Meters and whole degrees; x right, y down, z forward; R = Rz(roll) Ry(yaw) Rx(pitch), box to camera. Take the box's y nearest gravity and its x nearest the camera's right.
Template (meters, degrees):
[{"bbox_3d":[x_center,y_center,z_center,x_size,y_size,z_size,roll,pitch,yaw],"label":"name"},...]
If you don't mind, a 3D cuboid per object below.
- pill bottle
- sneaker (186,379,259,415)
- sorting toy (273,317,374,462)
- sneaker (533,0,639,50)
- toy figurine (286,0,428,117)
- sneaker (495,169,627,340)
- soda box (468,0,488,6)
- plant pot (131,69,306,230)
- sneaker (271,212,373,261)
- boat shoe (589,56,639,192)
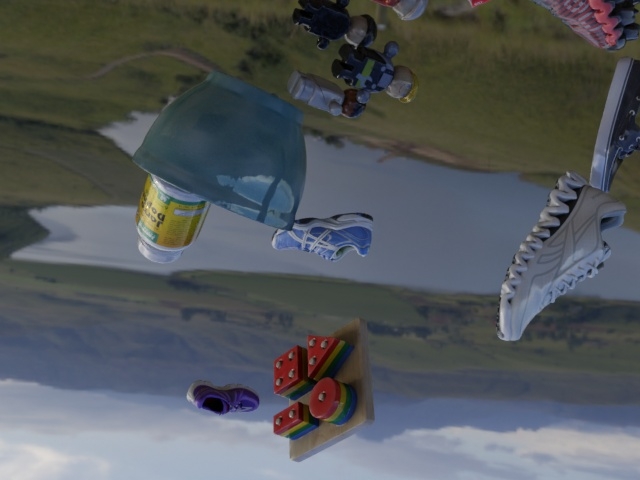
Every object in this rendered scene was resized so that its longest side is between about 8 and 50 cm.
[{"bbox_3d":[-0.255,-0.056,1.276,0.117,0.118,0.208,8,140,-22],"label":"pill bottle"},{"bbox_3d":[-0.197,0.340,1.530,0.170,0.068,0.071,15,-164,-38],"label":"sneaker"},{"bbox_3d":[-0.006,0.324,1.651,0.089,0.257,0.255,28,132,-31],"label":"sorting toy"},{"bbox_3d":[0.201,-0.268,0.677,0.135,0.098,0.276,-9,147,42],"label":"sneaker"},{"bbox_3d":[0.059,-0.299,1.139,0.148,0.210,0.213,11,166,-32],"label":"toy figurine"},{"bbox_3d":[0.356,0.030,1.097,0.118,0.292,0.110,28,162,20],"label":"sneaker"},{"bbox_3d":[0.322,-0.573,1.411,0.092,0.263,0.083,-11,140,33],"label":"soda box"},{"bbox_3d":[-0.142,-0.165,1.243,0.293,0.196,0.293,24,-175,-2],"label":"plant pot"},{"bbox_3d":[0.000,0.000,1.427,0.211,0.081,0.080,-9,167,24],"label":"sneaker"},{"bbox_3d":[0.491,-0.178,1.186,0.076,0.229,0.080,15,180,23],"label":"boat shoe"}]
